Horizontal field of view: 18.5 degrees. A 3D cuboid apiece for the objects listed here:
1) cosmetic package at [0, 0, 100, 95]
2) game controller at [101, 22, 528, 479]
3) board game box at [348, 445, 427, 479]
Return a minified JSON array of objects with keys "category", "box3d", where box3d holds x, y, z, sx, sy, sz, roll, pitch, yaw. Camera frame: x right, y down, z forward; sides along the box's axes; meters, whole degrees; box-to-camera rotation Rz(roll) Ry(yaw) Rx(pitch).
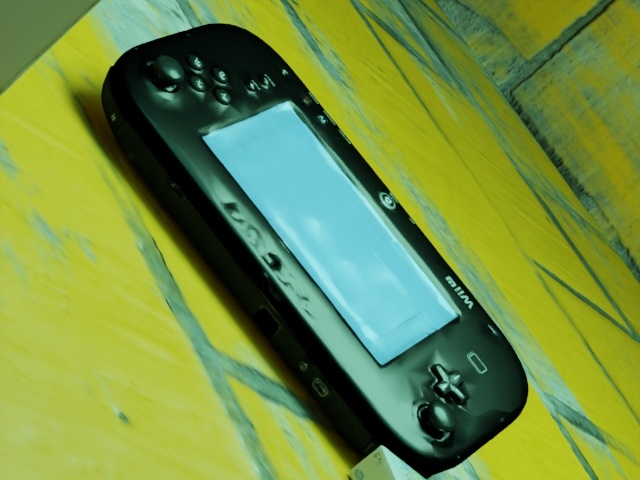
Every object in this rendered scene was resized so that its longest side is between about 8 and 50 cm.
[{"category":"cosmetic package","box3d":[-0.149,-0.153,0.854,0.138,0.224,0.224,47,12,-13]},{"category":"game controller","box3d":[0.000,0.000,1.205,0.319,0.067,0.166,52,43,7]},{"category":"board game box","box3d":[0.076,0.193,1.078,0.103,0.026,0.154,40,16,-37]}]
